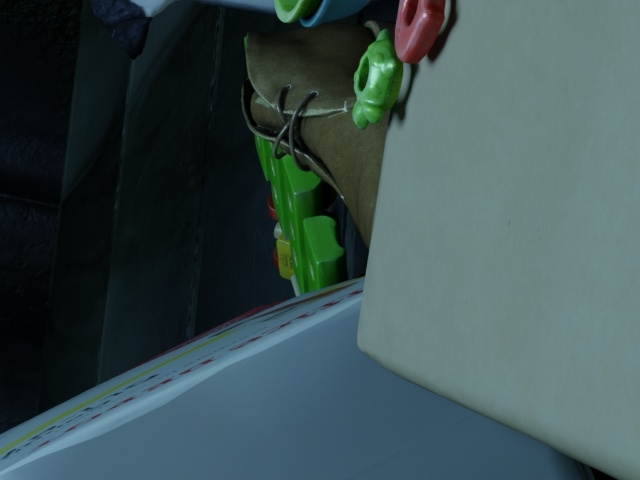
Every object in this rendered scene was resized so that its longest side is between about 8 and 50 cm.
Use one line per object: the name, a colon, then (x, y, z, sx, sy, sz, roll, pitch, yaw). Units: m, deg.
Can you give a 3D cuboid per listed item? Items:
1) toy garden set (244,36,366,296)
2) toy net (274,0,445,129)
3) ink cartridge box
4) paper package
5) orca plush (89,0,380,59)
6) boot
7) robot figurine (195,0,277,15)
toy garden set: (0.000, 0.000, 1.290, 0.244, 0.049, 0.204, -108, 9, -45)
toy net: (0.037, -0.156, 0.721, 0.232, 0.045, 0.122, 117, 156, -46)
ink cartridge box: (-0.058, 0.142, 1.007, 0.160, 0.279, 0.384, 65, 160, -2)
paper package: (0.154, -0.069, 0.658, 0.325, 0.168, 0.309, -163, 82, -73)
orca plush: (-0.020, -0.218, 1.189, 0.287, 0.151, 0.102, -38, 25, 6)
boot: (0.012, -0.058, 1.124, 0.305, 0.115, 0.112, -107, 25, -62)
robot figurine: (-0.025, -0.351, 1.344, 0.300, 0.199, 0.353, 168, 110, -76)
